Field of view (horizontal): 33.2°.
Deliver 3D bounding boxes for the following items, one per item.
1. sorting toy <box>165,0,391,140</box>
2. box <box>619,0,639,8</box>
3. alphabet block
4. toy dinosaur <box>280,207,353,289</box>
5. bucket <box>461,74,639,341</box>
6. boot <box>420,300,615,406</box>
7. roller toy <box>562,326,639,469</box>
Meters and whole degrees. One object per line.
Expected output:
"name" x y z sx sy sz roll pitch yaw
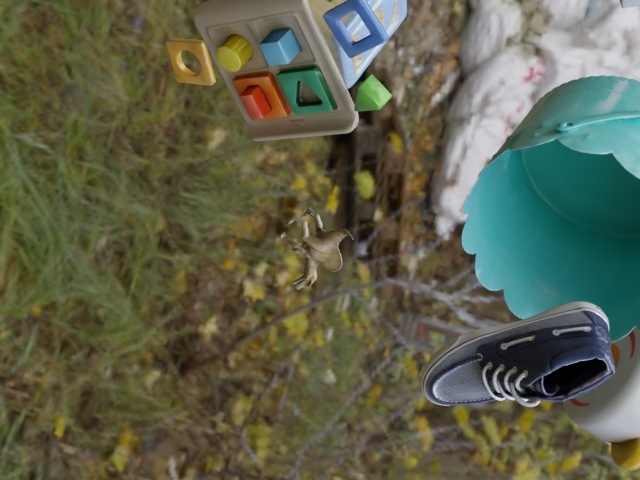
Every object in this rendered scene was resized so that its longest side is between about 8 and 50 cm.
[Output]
"sorting toy" -0.064 -0.210 1.337 0.047 0.347 0.196 -49 126 -40
"box" 0.466 -0.398 1.509 0.101 0.102 0.087 68 13 -56
"alphabet block" 0.018 -0.420 1.876 0.193 0.197 0.192 -52 164 -14
"toy dinosaur" 0.000 0.000 1.464 0.053 0.092 0.183 -36 172 -35
"bucket" 0.316 -0.042 1.235 0.183 0.281 0.281 -53 157 -40
"boot" 0.177 0.120 0.988 0.069 0.190 0.086 56 21 -19
"roller toy" 0.472 0.219 1.593 0.191 0.146 0.209 -53 -165 18
